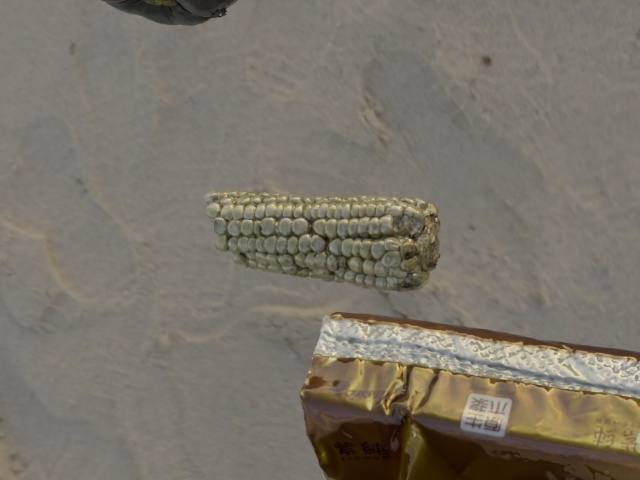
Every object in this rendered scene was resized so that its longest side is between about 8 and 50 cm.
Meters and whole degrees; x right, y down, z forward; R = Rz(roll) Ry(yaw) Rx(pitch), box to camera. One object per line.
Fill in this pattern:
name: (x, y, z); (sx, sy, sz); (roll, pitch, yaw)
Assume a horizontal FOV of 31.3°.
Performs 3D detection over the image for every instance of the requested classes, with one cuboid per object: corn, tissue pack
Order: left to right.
corn: (0.000, 0.000, 0.988); (0.210, 0.087, 0.087); (2, 78, 18)
tissue pack: (0.112, 0.131, 0.684); (0.226, 0.183, 0.092); (5, 48, 19)

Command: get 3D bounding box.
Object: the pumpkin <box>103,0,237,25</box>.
pumpkin: (-0.181, -0.348, 1.336); (0.233, 0.233, 0.163); (4, 83, 19)
